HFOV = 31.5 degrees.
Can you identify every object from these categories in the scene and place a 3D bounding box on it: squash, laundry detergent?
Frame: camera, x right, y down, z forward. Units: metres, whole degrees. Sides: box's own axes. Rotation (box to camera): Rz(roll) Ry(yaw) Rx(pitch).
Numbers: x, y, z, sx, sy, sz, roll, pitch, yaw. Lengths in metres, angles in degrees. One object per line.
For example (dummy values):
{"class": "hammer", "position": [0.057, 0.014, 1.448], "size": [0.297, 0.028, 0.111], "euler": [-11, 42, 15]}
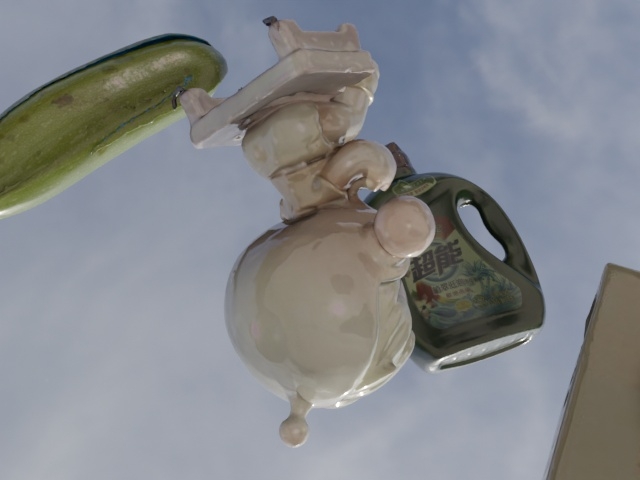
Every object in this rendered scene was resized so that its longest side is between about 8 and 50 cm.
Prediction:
{"class": "squash", "position": [-0.219, -0.098, 0.991], "size": [0.341, 0.094, 0.094], "euler": [-38, -87, -33]}
{"class": "laundry detergent", "position": [0.109, 0.002, 1.032], "size": [0.144, 0.078, 0.221], "euler": [-16, -113, -11]}

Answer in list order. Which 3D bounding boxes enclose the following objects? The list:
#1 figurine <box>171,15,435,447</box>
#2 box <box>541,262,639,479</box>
{"class": "figurine", "position": [-0.003, -0.001, 0.733], "size": [0.182, 0.144, 0.256], "euler": [-17, -102, 29]}
{"class": "box", "position": [0.265, 0.141, 0.433], "size": [0.365, 0.051, 0.204], "euler": [17, -133, 12]}
